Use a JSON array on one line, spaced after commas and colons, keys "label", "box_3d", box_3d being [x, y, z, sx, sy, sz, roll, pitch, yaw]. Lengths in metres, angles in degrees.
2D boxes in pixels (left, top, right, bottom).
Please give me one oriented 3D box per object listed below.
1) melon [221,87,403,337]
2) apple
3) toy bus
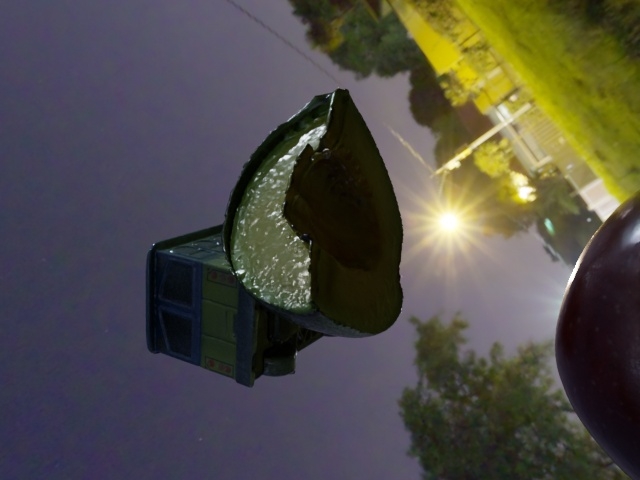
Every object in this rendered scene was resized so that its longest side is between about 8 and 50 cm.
[{"label": "melon", "box_3d": [0.000, 0.000, 0.687, 0.169, 0.129, 0.265, 44, -139, -42]}, {"label": "apple", "box_3d": [0.254, 0.060, 0.379, 0.201, 0.218, 0.218, 24, -145, -62]}, {"label": "toy bus", "box_3d": [-0.067, 0.059, 0.898, 0.312, 0.190, 0.151, -21, -62, -57]}]
